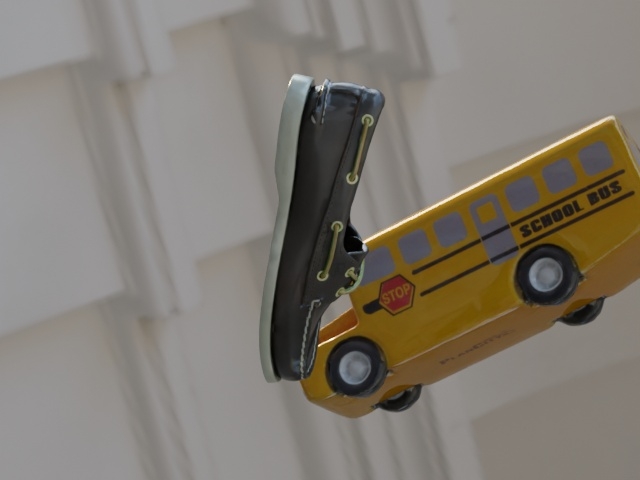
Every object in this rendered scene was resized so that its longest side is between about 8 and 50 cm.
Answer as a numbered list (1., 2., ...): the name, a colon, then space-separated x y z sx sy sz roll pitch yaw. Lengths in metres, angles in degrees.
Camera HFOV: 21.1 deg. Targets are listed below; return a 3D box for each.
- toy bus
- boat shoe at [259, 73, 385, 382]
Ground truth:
1. toy bus: 0.132 0.031 1.453 0.332 0.108 0.130 -27 -112 15
2. boat shoe: 0.000 0.000 1.197 0.068 0.081 0.228 8 -68 5
